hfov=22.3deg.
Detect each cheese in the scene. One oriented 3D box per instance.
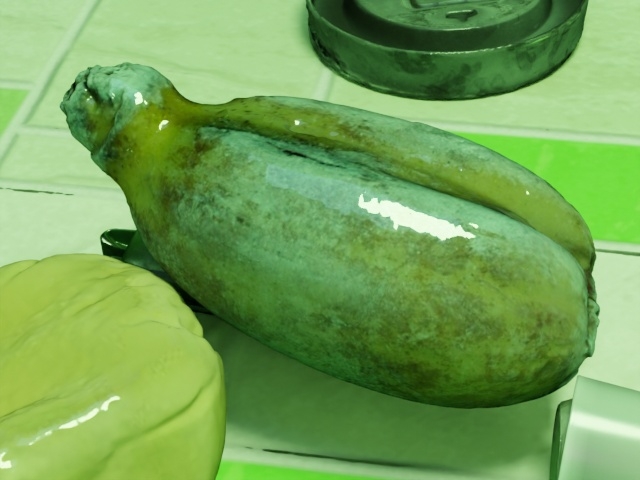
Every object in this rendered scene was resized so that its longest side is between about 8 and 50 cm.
[{"bbox_3d":[-0.167,0.095,0.873,0.226,0.117,0.214,-22,35,-18],"label":"cheese"}]

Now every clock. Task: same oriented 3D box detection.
[{"bbox_3d":[0.100,-0.187,1.290,0.226,0.049,0.226,-2,38,1],"label":"clock"}]

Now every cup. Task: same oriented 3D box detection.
[{"bbox_3d":[0.176,0.131,0.856,0.116,0.074,0.104,11,63,9],"label":"cup"}]

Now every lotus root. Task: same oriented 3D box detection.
[{"bbox_3d":[0.000,0.000,0.912,0.322,0.140,0.158,20,33,6],"label":"lotus root"}]

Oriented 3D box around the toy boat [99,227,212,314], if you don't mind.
[{"bbox_3d":[-0.043,0.016,1.023,0.210,0.052,0.104,11,36,15],"label":"toy boat"}]
